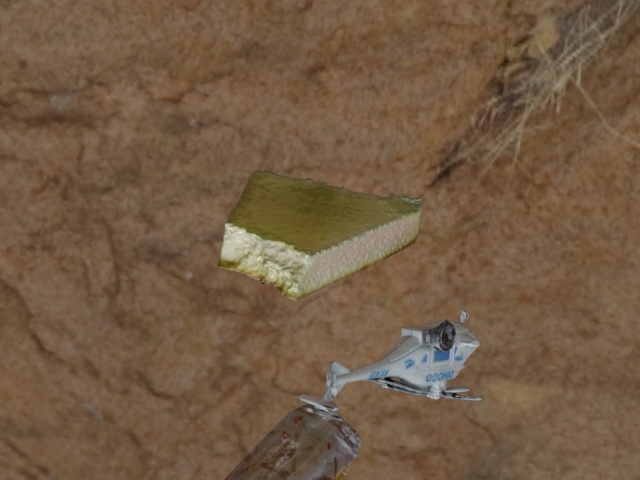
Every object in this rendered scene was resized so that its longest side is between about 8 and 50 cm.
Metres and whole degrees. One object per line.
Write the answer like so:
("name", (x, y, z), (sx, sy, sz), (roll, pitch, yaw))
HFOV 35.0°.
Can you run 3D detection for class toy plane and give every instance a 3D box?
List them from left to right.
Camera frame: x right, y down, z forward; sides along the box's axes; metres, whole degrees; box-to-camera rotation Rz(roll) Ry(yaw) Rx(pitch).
("toy plane", (0.089, 0.142, 1.207), (0.273, 0.107, 0.182), (0, -175, -26))

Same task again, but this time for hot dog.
("hot dog", (-0.053, 0.324, 1.344), (0.144, 0.268, 0.075), (19, 137, 44))

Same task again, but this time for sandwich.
("sandwich", (0.000, 0.000, 1.047), (0.193, 0.162, 0.058), (10, 124, 6))
